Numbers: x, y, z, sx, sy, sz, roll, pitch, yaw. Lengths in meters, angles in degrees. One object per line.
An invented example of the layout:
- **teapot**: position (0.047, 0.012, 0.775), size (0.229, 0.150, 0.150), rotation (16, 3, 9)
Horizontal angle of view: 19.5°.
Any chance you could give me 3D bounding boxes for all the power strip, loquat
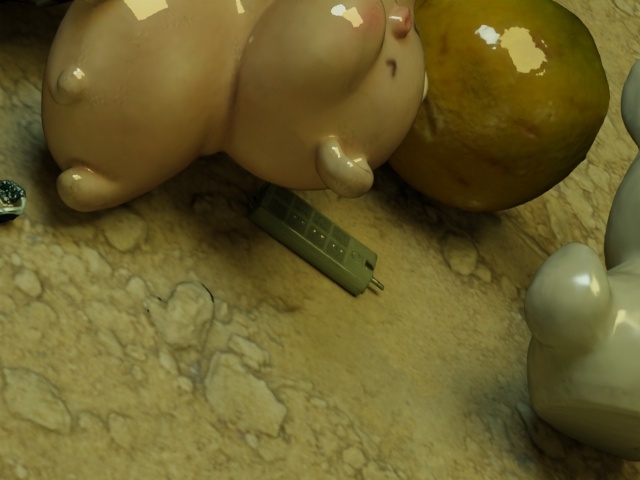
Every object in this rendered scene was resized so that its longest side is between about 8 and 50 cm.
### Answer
- **power strip**: position (0.000, 0.000, 1.541), size (0.136, 0.019, 0.051), rotation (36, 33, -11)
- **loquat**: position (0.124, -0.130, 1.643), size (0.246, 0.213, 0.213), rotation (-2, 50, -12)

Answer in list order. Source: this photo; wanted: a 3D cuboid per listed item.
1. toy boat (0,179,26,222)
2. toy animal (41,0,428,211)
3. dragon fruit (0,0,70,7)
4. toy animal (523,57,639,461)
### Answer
- **toy boat**: position (-0.245, -0.037, 1.319), size (0.083, 0.038, 0.038), rotation (15, 44, -37)
- **toy animal**: position (-0.031, -0.150, 1.410), size (0.247, 0.277, 0.345), rotation (34, 33, 17)
- **dragon fruit**: position (-0.254, -0.239, 1.463), size (0.274, 0.161, 0.126), rotation (1, 86, -59)
- **toy animal**: position (0.299, 0.001, 1.560), size (0.241, 0.196, 0.367), rotation (43, 63, -37)
